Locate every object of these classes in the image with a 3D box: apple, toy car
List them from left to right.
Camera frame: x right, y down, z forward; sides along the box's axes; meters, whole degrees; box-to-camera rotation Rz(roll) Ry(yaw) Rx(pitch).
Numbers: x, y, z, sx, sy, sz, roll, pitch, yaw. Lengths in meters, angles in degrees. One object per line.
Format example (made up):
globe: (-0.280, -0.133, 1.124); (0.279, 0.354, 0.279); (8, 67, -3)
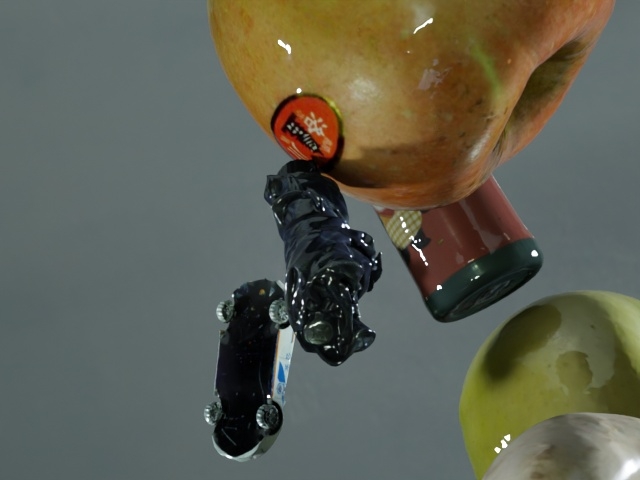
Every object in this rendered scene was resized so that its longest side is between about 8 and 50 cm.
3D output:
toy car: (-0.074, 0.143, 1.370); (0.095, 0.204, 0.056); (-4, 165, 39)
apple: (0.064, -0.205, 1.006); (0.338, 0.305, 0.338); (-49, 167, -15)
apple: (0.300, 0.201, 1.399); (0.254, 0.291, 0.292); (-27, 173, 25)

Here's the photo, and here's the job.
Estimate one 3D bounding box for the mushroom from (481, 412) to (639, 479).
mushroom: (0.266, 0.270, 0.954); (0.298, 0.297, 0.290); (-14, 171, -41)

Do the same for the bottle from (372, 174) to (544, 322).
bottle: (0.113, -0.080, 1.411); (0.144, 0.336, 0.144); (-26, 161, -9)

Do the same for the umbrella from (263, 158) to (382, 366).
umbrella: (0.002, 0.001, 0.861); (0.071, 0.080, 0.224); (-9, -154, -4)
